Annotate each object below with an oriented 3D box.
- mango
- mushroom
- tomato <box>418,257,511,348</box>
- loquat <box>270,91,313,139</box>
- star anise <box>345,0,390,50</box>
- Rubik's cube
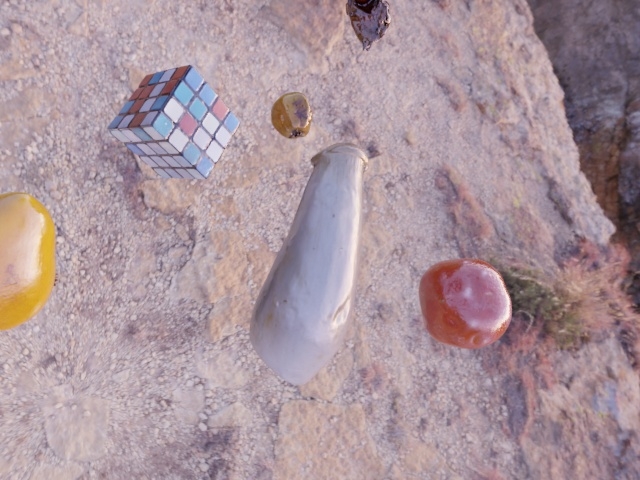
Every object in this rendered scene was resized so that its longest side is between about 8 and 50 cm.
[{"bbox_3d":[-0.568,0.030,0.764,0.187,0.257,0.138,14,20,-18],"label":"mango"},{"bbox_3d":[-0.002,0.027,0.475,0.103,0.118,0.270,15,102,-17],"label":"mushroom"},{"bbox_3d":[0.346,0.153,1.070,0.189,0.232,0.231,1,71,-37],"label":"tomato"},{"bbox_3d":[-0.082,-0.365,1.290,0.137,0.137,0.113,70,16,9],"label":"loquat"},{"bbox_3d":[0.141,-0.636,1.115,0.148,0.346,0.237,-2,76,-14],"label":"star anise"},{"bbox_3d":[-0.283,-0.225,0.863,0.154,0.155,0.151,47,58,-45],"label":"Rubik's cube"}]
